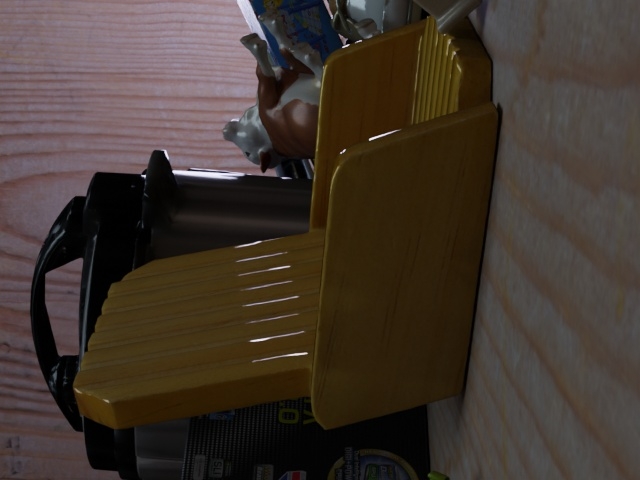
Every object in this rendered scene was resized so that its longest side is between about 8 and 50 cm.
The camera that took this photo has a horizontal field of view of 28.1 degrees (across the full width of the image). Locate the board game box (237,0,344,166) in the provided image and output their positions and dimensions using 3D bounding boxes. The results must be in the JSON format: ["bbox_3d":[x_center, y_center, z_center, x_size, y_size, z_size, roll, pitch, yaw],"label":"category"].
[{"bbox_3d":[-0.012,-0.220,1.723,0.308,0.086,0.302,-132,18,-85],"label":"board game box"}]

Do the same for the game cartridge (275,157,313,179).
[{"bbox_3d":[0.000,0.000,1.829,0.196,0.060,0.294,74,177,-58],"label":"game cartridge"}]

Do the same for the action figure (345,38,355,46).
[{"bbox_3d":[0.061,-0.314,1.744,0.185,0.099,0.285,107,154,-50],"label":"action figure"}]

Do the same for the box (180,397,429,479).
[{"bbox_3d":[-0.013,0.175,1.168,0.270,0.216,0.060,-88,1,-48],"label":"box"}]

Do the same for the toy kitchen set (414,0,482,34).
[{"bbox_3d":[0.106,-0.290,0.947,0.207,0.166,0.122,-40,30,31],"label":"toy kitchen set"}]

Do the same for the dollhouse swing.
[{"bbox_3d":[-0.038,-0.034,1.075,0.347,0.305,0.315,-89,3,-68],"label":"dollhouse swing"}]

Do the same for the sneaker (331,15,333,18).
[{"bbox_3d":[0.062,-0.440,1.920,0.108,0.100,0.271,-80,-4,-55],"label":"sneaker"}]

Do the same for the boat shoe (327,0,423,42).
[{"bbox_3d":[0.061,-0.268,1.482,0.302,0.103,0.113,-99,15,-75],"label":"boat shoe"}]

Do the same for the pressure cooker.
[{"bbox_3d":[-0.120,0.096,1.460,0.375,0.420,0.370,107,166,-83],"label":"pressure cooker"}]

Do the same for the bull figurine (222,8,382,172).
[{"bbox_3d":[-0.011,-0.157,1.455,0.310,0.101,0.188,12,133,48],"label":"bull figurine"}]

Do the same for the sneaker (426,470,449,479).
[{"bbox_3d":[0.073,0.264,0.908,0.097,0.084,0.235,-50,-26,-50],"label":"sneaker"}]
